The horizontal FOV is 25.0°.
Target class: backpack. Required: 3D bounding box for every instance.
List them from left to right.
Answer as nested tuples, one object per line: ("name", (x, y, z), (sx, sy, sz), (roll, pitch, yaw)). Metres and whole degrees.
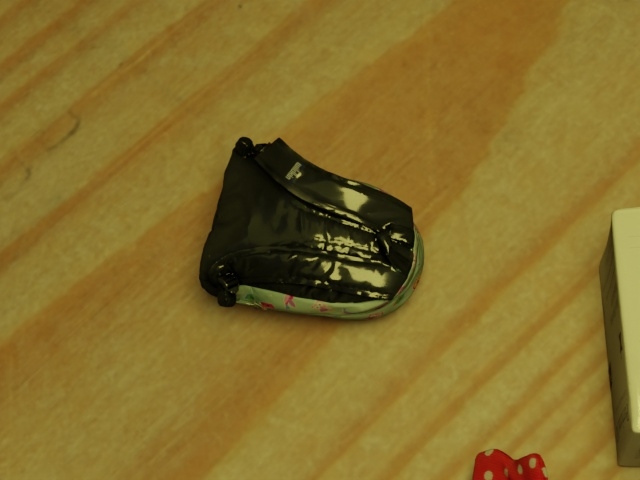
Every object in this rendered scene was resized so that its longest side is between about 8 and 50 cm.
("backpack", (0.000, 0.000, 1.258), (0.182, 0.115, 0.151), (12, 85, 10))

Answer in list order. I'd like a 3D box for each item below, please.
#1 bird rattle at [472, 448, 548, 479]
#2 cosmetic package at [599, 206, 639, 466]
("bird rattle", (0.087, 0.281, 1.153), (0.207, 0.143, 0.253), (5, 69, 26))
("cosmetic package", (0.313, 0.079, 1.172), (0.152, 0.151, 0.183), (-3, 70, 6))
